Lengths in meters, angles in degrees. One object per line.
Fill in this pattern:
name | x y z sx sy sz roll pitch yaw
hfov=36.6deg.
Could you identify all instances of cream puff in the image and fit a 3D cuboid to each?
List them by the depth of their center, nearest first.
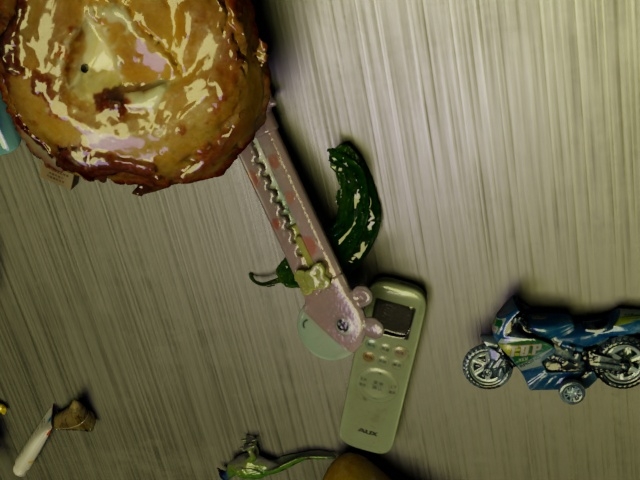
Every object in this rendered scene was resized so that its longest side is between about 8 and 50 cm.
cream puff | -0.227 -0.221 1.162 0.350 0.229 0.350 -2 108 -5

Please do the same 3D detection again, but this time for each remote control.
remote control | 0.090 0.186 1.411 0.090 0.038 0.309 16 123 9

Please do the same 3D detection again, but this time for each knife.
knife | -0.040 -0.027 1.271 0.132 0.038 0.399 -21 94 30

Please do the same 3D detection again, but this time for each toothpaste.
toothpaste | -0.504 0.360 1.712 0.031 0.048 0.190 18 130 -25

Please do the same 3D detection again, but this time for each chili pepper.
chili pepper | 0.000 0.000 1.318 0.122 0.065 0.279 41 122 8

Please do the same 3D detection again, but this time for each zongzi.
zongzi | -0.429 0.292 1.634 0.076 0.040 0.083 -3 142 18

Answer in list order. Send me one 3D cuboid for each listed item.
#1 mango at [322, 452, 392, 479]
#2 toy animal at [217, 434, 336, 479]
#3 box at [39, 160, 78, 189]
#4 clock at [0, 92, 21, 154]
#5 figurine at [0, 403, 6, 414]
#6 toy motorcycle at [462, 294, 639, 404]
mango | 0.130 0.500 1.496 0.221 0.199 0.384 -35 92 39
toy animal | -0.085 0.347 1.565 0.217 0.041 0.075 -20 113 23
box | -0.371 -0.119 1.393 0.053 0.024 0.083 25 123 3
clock | -0.519 -0.169 1.264 0.094 0.274 0.223 -7 119 21
figurine | -0.601 0.351 1.711 0.115 0.095 0.156 -10 99 1
toy motorcycle | 0.315 0.135 1.279 0.254 0.092 0.135 -2 110 9
